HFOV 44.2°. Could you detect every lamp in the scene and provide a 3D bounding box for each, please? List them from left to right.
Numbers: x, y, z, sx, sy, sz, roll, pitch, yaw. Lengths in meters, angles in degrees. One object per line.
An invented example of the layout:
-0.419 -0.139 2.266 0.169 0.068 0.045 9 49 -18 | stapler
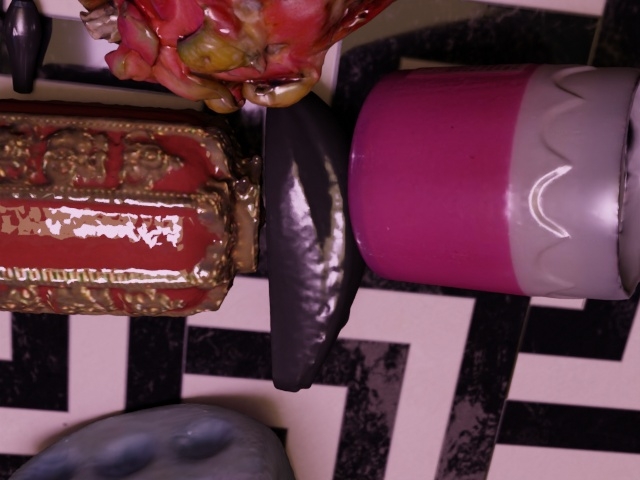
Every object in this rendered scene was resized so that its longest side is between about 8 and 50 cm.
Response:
-0.181 -0.026 0.637 0.274 0.177 0.177 2 112 -6 | lamp

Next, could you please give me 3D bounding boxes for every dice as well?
-0.145 0.327 0.724 0.268 0.264 0.262 -11 112 2 | dice

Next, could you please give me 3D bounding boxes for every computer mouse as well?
0.000 0.000 0.669 0.086 0.137 0.269 1 111 2 | computer mouse

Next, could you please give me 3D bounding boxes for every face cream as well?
0.142 -0.046 0.603 0.195 0.175 0.175 4 115 28 | face cream

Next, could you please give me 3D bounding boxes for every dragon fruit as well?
-0.039 -0.224 0.525 0.269 0.250 0.291 11 109 -29 | dragon fruit

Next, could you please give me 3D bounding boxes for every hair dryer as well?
-0.270 -0.168 0.650 0.083 0.031 0.079 17 119 4 | hair dryer
